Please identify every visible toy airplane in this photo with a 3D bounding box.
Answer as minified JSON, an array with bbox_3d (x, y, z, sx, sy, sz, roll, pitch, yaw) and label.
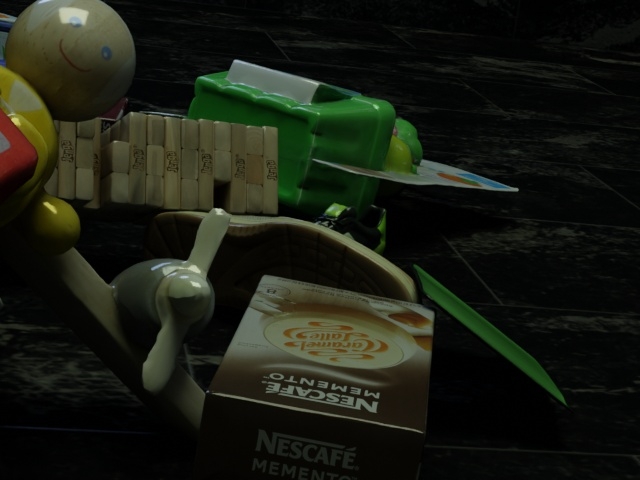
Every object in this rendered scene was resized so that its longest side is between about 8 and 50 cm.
[{"bbox_3d":[-0.235,-0.057,0.937,0.384,0.272,0.386,46,-3,37],"label":"toy airplane"}]

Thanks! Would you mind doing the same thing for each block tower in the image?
[{"bbox_3d":[-0.207,-0.068,1.281,0.335,0.097,0.091,6,-13,-28],"label":"block tower"}]

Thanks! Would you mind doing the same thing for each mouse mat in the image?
[{"bbox_3d":[0.136,0.076,1.132,0.153,0.007,0.189,38,7,-3],"label":"mouse mat"}]

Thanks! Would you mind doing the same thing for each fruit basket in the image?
[{"bbox_3d":[0.019,-0.119,1.636,0.327,0.165,0.353,20,17,36],"label":"fruit basket"}]

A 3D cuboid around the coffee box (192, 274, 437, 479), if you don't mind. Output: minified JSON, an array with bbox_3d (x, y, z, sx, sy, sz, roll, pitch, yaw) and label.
[{"bbox_3d":[0.004,0.115,0.950,0.141,0.098,0.246,10,16,3],"label":"coffee box"}]

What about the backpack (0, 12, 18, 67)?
[{"bbox_3d":[-0.359,-0.134,1.401,0.277,0.213,0.263,0,16,-26],"label":"backpack"}]

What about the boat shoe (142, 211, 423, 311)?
[{"bbox_3d":[-0.023,0.029,1.222,0.302,0.109,0.098,12,13,38],"label":"boat shoe"}]

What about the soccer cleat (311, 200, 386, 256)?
[{"bbox_3d":[0.000,0.000,1.379,0.060,0.072,0.179,21,21,38],"label":"soccer cleat"}]

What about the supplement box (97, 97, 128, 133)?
[{"bbox_3d":[-0.362,-0.143,1.685,0.239,0.073,0.130,6,17,-3],"label":"supplement box"}]
